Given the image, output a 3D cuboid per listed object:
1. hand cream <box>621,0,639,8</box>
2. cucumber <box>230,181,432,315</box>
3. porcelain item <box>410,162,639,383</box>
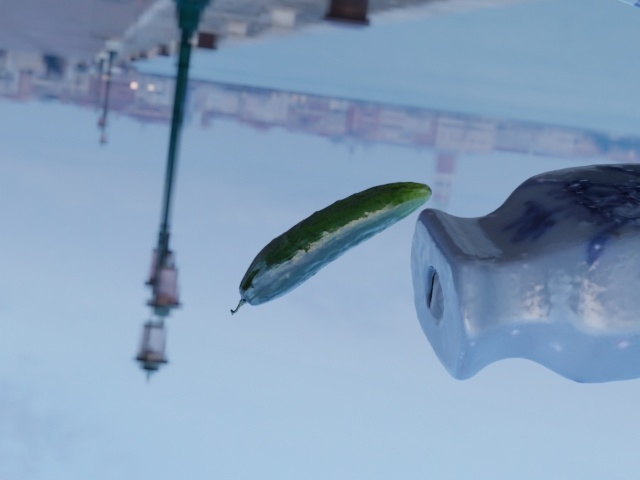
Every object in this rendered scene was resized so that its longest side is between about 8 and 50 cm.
[{"bbox_3d":[0.452,-0.317,1.695,0.320,0.109,0.067,21,-139,-12],"label":"hand cream"},{"bbox_3d":[0.000,0.000,0.947,0.168,0.039,0.039,-31,178,12],"label":"cucumber"},{"bbox_3d":[0.312,0.029,1.447,0.405,0.178,0.242,-8,-153,-10],"label":"porcelain item"}]
